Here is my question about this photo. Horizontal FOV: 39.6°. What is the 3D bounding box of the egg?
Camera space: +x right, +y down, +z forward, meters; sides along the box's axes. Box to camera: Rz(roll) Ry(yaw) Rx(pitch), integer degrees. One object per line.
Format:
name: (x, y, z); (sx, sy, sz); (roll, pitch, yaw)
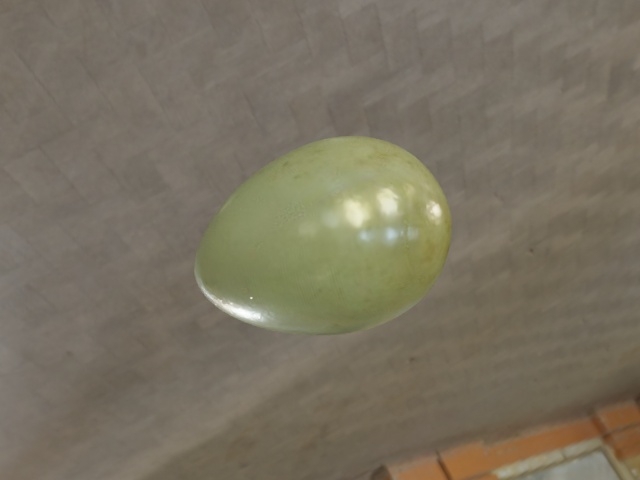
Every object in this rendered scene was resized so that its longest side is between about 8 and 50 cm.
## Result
egg: (0.000, 0.000, 1.000); (0.296, 0.218, 0.218); (-14, 153, 4)
